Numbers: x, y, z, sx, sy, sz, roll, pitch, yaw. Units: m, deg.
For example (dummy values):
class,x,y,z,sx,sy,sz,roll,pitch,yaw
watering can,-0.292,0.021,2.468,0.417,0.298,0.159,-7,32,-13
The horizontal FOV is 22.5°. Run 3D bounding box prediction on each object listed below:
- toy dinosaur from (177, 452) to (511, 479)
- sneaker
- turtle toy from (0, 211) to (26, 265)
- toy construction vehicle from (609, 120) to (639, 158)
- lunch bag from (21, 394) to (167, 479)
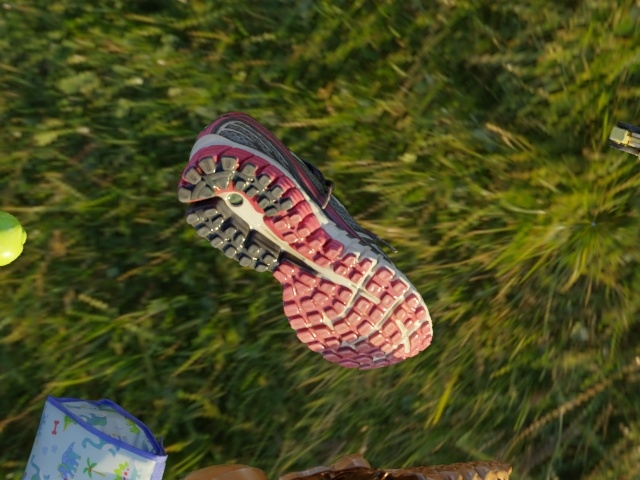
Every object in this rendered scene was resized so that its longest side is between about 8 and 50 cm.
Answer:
class,x,y,z,sx,sy,sz,roll,pitch,yaw
toy dinosaur,-0.047,0.166,0.653,0.322,0.218,0.164,1,53,-23
sneaker,0.000,0.000,1.477,0.121,0.112,0.299,-30,116,25
turtle toy,-0.301,0.013,1.296,0.130,0.066,0.095,-24,63,7
toy construction vehicle,0.306,-0.106,1.406,0.098,0.035,0.085,24,97,27
lunch bag,-0.208,0.233,1.533,0.151,0.096,0.128,26,102,47
